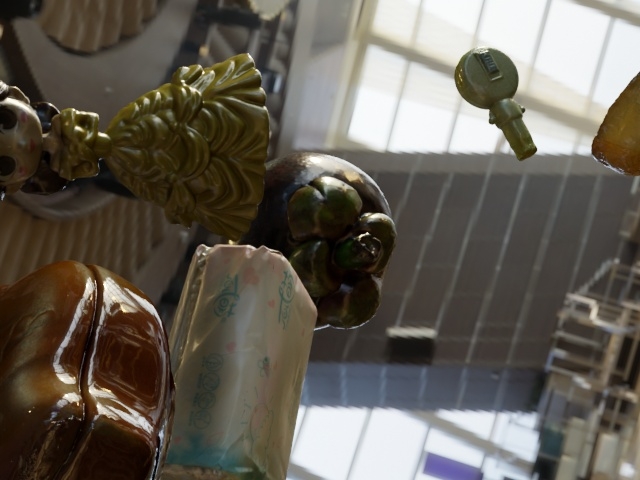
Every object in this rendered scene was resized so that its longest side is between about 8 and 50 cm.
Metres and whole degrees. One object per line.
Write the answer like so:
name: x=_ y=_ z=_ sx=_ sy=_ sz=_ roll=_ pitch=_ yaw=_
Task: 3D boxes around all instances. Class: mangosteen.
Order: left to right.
mangosteen: x=-0.006 y=-0.002 z=1.806 sx=0.300 sy=0.300 sz=0.300 roll=16 pitch=-90 yaw=-79

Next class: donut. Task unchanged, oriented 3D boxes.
donut: x=0.436 y=-0.158 z=1.480 sx=0.174 sy=0.074 sz=0.190 roll=-46 pitch=-20 yaw=2

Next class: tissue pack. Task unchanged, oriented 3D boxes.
tissue pack: x=-0.095 y=0.163 z=1.279 sx=0.201 sy=0.124 sz=0.271 roll=66 pitch=-149 yaw=-60

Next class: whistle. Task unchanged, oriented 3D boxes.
whistle: x=0.285 y=-0.219 z=1.779 sx=0.104 sy=0.198 sz=0.057 roll=-20 pitch=-17 yaw=-20

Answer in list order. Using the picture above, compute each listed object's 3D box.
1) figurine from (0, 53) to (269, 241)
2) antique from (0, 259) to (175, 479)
figurine: x=-0.226 y=-0.094 z=1.106 sx=0.168 sy=0.315 sz=0.187 roll=-119 pitch=37 yaw=-44
antique: x=-0.195 y=0.126 z=0.810 sx=0.223 sy=0.129 sz=0.278 roll=-63 pitch=27 yaw=-3
